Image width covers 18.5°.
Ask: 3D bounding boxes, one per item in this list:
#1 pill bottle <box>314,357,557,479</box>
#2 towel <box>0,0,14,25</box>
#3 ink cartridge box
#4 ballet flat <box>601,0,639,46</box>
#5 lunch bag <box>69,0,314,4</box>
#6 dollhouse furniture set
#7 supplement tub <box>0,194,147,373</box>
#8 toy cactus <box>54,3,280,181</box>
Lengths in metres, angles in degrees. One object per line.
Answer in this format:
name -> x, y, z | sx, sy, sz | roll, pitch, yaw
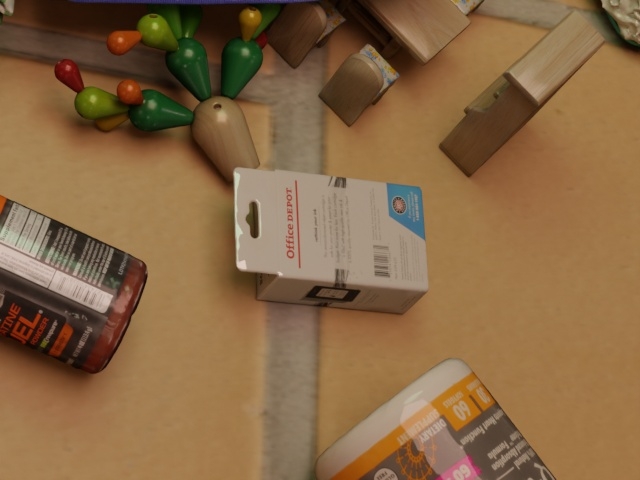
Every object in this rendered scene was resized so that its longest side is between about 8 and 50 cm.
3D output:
pill bottle -> 0.135, 0.248, 1.619 | 0.162, 0.162, 0.278 | -34, 82, -31
towel -> -0.386, -0.329, 1.639 | 0.325, 0.038, 0.248 | 34, 29, -25
ink cartridge box -> 0.000, 0.000, 1.737 | 0.180, 0.060, 0.104 | 7, 65, -20
ballet flat -> 0.295, -0.389, 1.998 | 0.147, 0.147, 0.409 | -20, 75, -29
lunch bag -> -0.079, -0.385, 1.750 | 0.385, 0.239, 0.328 | 1, 49, -26
dollhouse furniture set -> 0.115, -0.204, 1.819 | 0.242, 0.161, 0.212 | 46, 58, 2
supplement tub -> -0.248, 0.026, 1.598 | 0.198, 0.106, 0.106 | 25, 60, -9
toy cactus -> -0.117, -0.136, 1.745 | 0.219, 0.112, 0.180 | -33, 101, -33
